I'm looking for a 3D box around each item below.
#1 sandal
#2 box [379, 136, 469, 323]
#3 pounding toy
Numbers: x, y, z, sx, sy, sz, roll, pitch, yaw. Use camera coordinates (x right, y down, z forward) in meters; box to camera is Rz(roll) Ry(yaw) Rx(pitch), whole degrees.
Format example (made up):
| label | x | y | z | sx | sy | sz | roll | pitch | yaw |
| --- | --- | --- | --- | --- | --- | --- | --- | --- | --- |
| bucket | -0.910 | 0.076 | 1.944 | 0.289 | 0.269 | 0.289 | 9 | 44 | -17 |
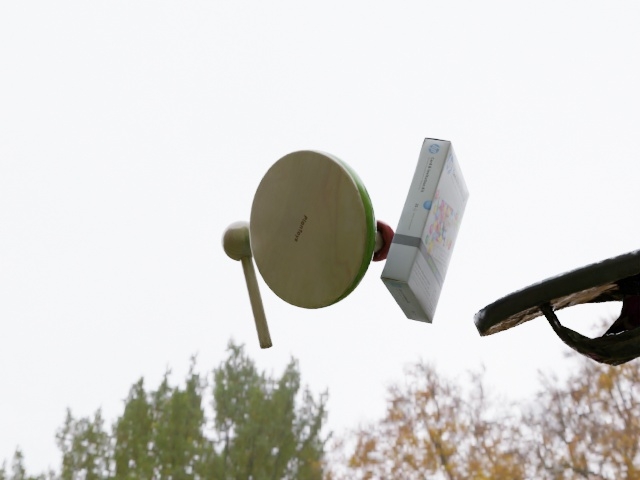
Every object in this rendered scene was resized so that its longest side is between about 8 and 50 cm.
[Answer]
| label | x | y | z | sx | sy | sz | roll | pitch | yaw |
| --- | --- | --- | --- | --- | --- | --- | --- | --- | --- |
| sandal | 0.382 | 0.060 | 0.960 | 0.445 | 0.107 | 0.167 | -11 | -17 | -15 |
| box | 0.132 | -0.009 | 1.101 | 0.038 | 0.186 | 0.145 | 10 | -21 | 23 |
| pounding toy | 0.000 | 0.000 | 1.076 | 0.110 | 0.183 | 0.237 | -3 | -29 | -47 |
